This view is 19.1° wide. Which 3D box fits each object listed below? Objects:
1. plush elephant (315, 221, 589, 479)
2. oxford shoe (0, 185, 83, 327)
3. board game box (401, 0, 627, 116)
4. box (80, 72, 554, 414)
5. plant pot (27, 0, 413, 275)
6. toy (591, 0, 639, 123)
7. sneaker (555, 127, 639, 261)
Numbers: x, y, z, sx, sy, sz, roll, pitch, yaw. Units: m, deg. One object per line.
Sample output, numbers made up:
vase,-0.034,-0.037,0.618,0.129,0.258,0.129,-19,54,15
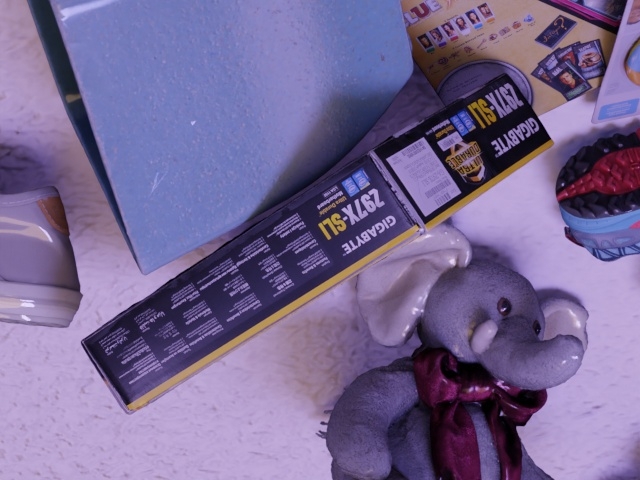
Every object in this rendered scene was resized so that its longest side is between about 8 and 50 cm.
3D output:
plush elephant,0.135,0.136,1.660,0.272,0.330,0.255,19,103,-32
oxford shoe,-0.414,-0.021,1.583,0.449,0.169,0.130,9,86,0
board game box,0.190,-0.192,1.521,0.243,0.042,0.165,-25,126,16
box,0.000,0.000,1.499,0.322,0.257,0.079,-32,92,32
plant pot,-0.077,-0.174,1.408,0.252,0.248,0.247,-22,128,-8
toy,0.300,-0.150,1.485,0.137,0.056,0.237,-11,150,-7
sneaker,0.335,-0.045,1.628,0.262,0.104,0.125,-8,145,9
